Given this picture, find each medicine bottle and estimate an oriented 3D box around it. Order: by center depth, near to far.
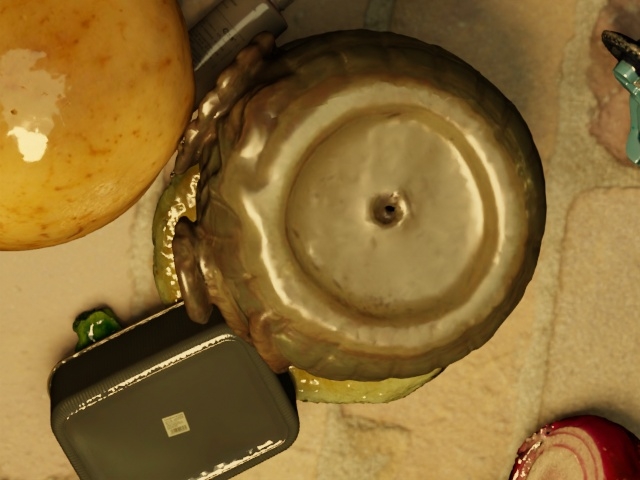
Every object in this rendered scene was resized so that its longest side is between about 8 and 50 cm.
[{"bbox_3d":[-0.072,-0.182,1.382,0.199,0.057,0.057,-42,105,2],"label":"medicine bottle"}]

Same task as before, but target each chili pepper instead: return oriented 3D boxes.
[{"bbox_3d":[-0.155,0.135,1.445,0.182,0.050,0.073,38,94,-15],"label":"chili pepper"}]

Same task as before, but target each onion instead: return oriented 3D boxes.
[{"bbox_3d":[0.272,0.262,1.470,0.135,0.198,0.173,17,97,-42],"label":"onion"}]

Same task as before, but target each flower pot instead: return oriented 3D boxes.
[{"bbox_3d":[0.019,-0.031,1.274,0.302,0.213,0.301,-1,99,-9],"label":"flower pot"}]

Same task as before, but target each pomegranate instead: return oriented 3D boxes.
[{"bbox_3d":[-0.247,-0.133,1.254,0.307,0.307,0.307,-2,103,-8],"label":"pomegranate"}]

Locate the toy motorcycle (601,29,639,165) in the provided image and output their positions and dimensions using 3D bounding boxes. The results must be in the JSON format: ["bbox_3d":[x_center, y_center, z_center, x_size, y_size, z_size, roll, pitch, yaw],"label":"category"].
[{"bbox_3d":[0.359,-0.085,1.390,0.123,0.182,0.272,-50,60,2],"label":"toy motorcycle"}]

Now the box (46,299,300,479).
[{"bbox_3d":[-0.125,0.145,1.379,0.201,0.090,0.144,-25,111,2],"label":"box"}]

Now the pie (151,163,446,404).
[{"bbox_3d":[0.000,0.000,1.430,0.323,0.070,0.323,-2,104,-6],"label":"pie"}]
